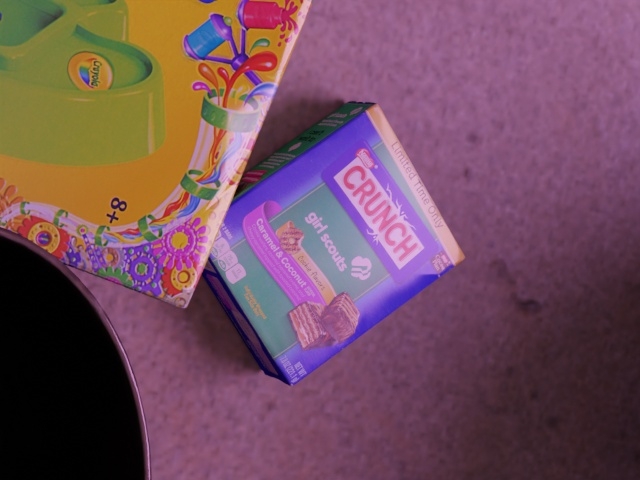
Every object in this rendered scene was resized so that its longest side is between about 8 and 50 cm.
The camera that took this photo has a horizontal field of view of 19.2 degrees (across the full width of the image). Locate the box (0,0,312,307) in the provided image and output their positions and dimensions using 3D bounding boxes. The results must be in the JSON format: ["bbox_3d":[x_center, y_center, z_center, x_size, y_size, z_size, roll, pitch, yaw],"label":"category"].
[{"bbox_3d":[-0.143,-0.166,0.735,0.279,0.177,0.290,22,90,-24],"label":"box"}]

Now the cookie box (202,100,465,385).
[{"bbox_3d":[0.000,0.000,0.891,0.107,0.040,0.092,-36,108,-14],"label":"cookie box"}]

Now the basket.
[{"bbox_3d":[-0.172,0.080,0.732,0.154,0.227,0.204,2,96,-22],"label":"basket"}]
